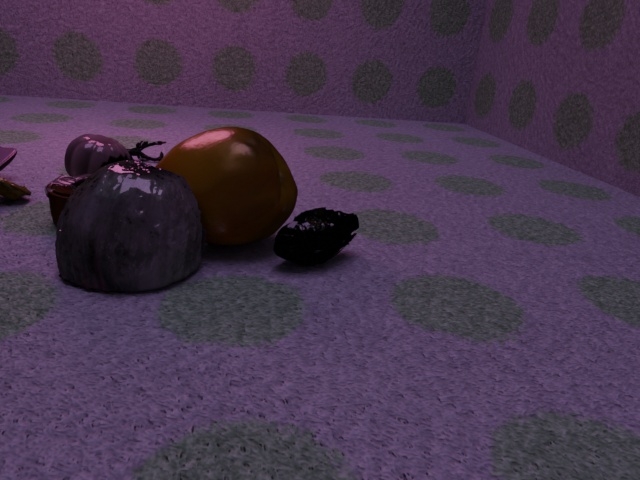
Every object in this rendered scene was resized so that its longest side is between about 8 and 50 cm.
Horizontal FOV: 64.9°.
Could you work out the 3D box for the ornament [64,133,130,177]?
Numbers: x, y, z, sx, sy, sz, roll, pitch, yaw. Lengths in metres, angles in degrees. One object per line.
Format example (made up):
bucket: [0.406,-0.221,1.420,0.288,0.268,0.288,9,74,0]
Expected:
ornament: [-0.659,-0.224,1.488,0.178,0.177,0.177,5,22,-2]

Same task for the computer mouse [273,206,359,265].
computer mouse: [0.000,0.000,1.125,0.242,0.146,0.077,-13,56,-38]

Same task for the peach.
peach: [-0.224,-0.123,1.178,0.308,0.288,0.289,-17,18,13]

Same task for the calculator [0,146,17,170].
calculator: [-1.021,-0.209,1.407,0.194,0.043,0.294,26,40,4]

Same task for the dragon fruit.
dragon fruit: [-0.392,-0.036,0.996,0.283,0.221,0.204,14,18,15]

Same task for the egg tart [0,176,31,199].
egg tart: [-0.836,-0.142,1.324,0.130,0.052,0.130,23,-9,4]

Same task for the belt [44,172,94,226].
belt: [-0.571,-0.109,1.276,0.184,0.105,0.261,7,23,10]

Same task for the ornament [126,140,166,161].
ornament: [-0.637,-0.301,1.760,0.202,0.080,0.236,21,26,41]
